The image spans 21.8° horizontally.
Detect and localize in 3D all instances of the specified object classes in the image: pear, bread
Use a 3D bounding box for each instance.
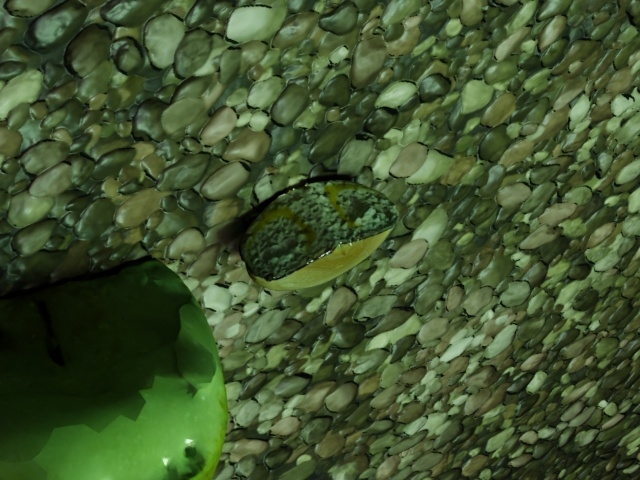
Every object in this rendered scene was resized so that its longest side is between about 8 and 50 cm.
[{"bbox_3d":[-0.228,0.203,1.427,0.342,0.318,0.239,-13,134,-30],"label":"pear"},{"bbox_3d":[0.000,0.000,1.593,0.157,0.083,0.094,-31,148,-7],"label":"bread"}]
